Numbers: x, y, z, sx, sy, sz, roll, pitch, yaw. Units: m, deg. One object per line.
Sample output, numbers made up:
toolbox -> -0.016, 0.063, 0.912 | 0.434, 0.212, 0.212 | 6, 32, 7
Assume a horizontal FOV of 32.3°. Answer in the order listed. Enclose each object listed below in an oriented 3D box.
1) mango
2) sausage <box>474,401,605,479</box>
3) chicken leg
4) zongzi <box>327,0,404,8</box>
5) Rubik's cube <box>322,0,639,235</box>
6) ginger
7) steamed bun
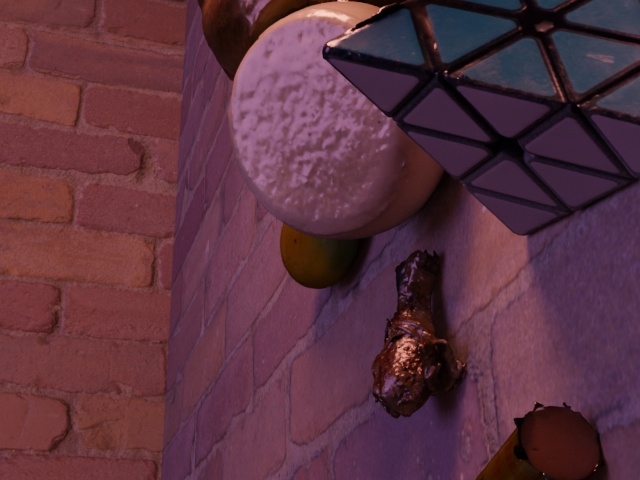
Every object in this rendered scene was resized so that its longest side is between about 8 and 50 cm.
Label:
mango -> -0.001, 0.007, 1.656 | 0.237, 0.091, 0.137 | -162, 74, -75
sausage -> 0.144, 0.278, 1.030 | 0.371, 0.082, 0.082 | 113, 158, -47
chicken leg -> 0.107, 0.112, 1.260 | 0.196, 0.081, 0.125 | -89, 25, -48
zongzi -> 0.092, -0.349, 1.508 | 0.289, 0.123, 0.260 | -50, 42, 6
Rubik's cube -> 0.181, -0.137, 0.946 | 0.229, 0.233, 0.228 | -33, -3, 25
ginger -> -0.084, -0.316, 1.425 | 0.221, 0.130, 0.275 | 56, 145, 37
steamed bun -> 0.037, -0.143, 1.329 | 0.283, 0.177, 0.282 | 6, 101, 32
